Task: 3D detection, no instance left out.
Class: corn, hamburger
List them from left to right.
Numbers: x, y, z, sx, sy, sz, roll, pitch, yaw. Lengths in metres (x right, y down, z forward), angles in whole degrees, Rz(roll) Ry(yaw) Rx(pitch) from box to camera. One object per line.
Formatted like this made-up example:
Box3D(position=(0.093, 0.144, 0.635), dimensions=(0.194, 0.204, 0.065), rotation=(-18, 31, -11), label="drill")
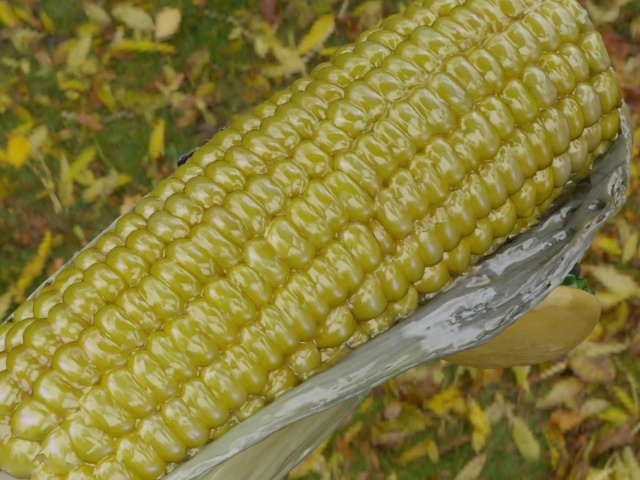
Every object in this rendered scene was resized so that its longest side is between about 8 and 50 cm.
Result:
Box3D(position=(0.001, 0.003, 0.527), dimensions=(0.305, 0.123, 0.122), rotation=(-38, 99, -15), label="corn")
Box3D(position=(0.146, 0.041, 1.085), dimensions=(0.162, 0.162, 0.115), rotation=(-6, 69, 3), label="hamburger")
